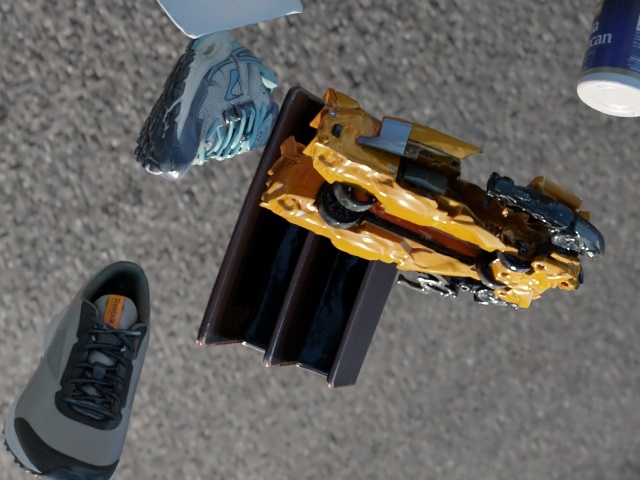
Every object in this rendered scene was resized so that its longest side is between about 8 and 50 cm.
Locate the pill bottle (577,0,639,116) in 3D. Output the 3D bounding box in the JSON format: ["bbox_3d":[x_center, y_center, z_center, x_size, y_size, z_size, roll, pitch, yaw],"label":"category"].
[{"bbox_3d":[0.360,-0.237,1.856,0.094,0.169,0.094,15,163,5],"label":"pill bottle"}]

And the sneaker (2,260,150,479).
[{"bbox_3d":[-0.201,0.113,1.380,0.100,0.271,0.108,23,121,-14],"label":"sneaker"}]

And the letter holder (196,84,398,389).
[{"bbox_3d":[0.000,0.000,1.772,0.214,0.152,0.301,11,100,-76],"label":"letter holder"}]

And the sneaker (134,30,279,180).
[{"bbox_3d":[-0.101,-0.136,1.643,0.122,0.283,0.110,31,120,-9],"label":"sneaker"}]

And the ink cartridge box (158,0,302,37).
[{"bbox_3d":[-0.104,-0.308,0.994,0.119,0.353,0.207,-35,179,24],"label":"ink cartridge box"}]

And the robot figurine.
[{"bbox_3d":[0.107,-0.028,1.417,0.291,0.085,0.211,21,152,-15],"label":"robot figurine"}]
